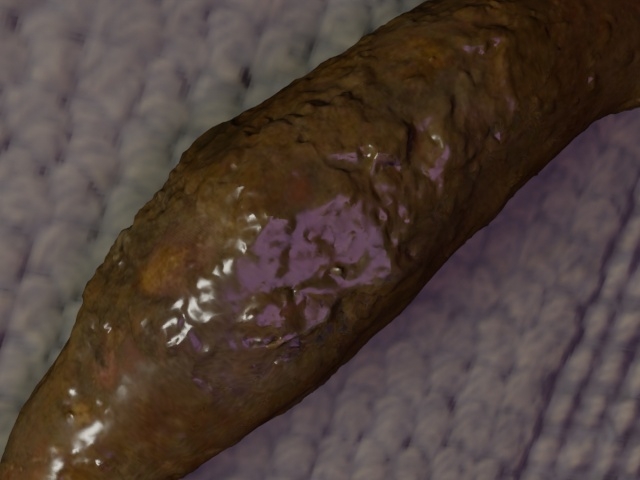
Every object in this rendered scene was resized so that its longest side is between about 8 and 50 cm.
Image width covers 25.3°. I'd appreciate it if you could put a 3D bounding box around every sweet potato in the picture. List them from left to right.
[{"bbox_3d":[0.001,-0.003,0.517,0.341,0.092,0.114,-39,143,-11],"label":"sweet potato"}]
